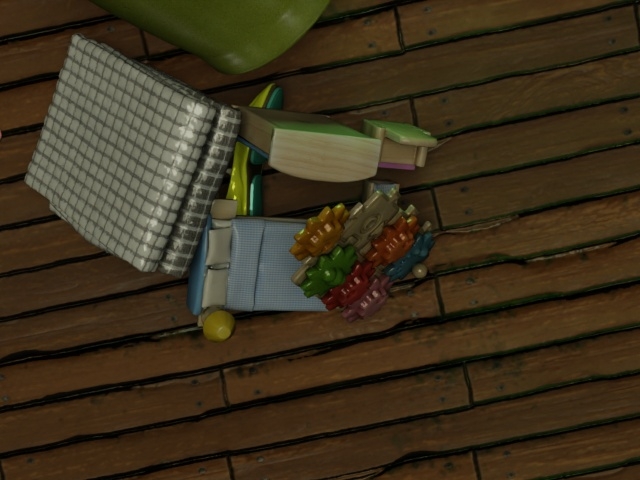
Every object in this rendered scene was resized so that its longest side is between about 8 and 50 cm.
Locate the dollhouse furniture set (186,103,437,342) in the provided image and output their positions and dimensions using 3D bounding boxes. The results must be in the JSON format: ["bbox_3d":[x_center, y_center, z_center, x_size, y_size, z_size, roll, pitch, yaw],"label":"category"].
[{"bbox_3d":[0.000,0.000,1.678,0.286,0.198,0.303,4,103,-20],"label":"dollhouse furniture set"}]

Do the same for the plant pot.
[{"bbox_3d":[-0.163,-0.393,1.587,0.366,0.366,0.353,-47,124,4],"label":"plant pot"}]

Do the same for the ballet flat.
[{"bbox_3d":[-0.107,-0.102,1.767,0.077,0.077,0.231,12,98,16],"label":"ballet flat"}]

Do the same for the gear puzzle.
[{"bbox_3d":[0.056,0.019,1.654,0.175,0.339,0.044,-45,65,4],"label":"gear puzzle"}]

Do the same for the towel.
[{"bbox_3d":[-0.240,-0.109,1.686,0.284,0.121,0.235,31,105,40],"label":"towel"}]
